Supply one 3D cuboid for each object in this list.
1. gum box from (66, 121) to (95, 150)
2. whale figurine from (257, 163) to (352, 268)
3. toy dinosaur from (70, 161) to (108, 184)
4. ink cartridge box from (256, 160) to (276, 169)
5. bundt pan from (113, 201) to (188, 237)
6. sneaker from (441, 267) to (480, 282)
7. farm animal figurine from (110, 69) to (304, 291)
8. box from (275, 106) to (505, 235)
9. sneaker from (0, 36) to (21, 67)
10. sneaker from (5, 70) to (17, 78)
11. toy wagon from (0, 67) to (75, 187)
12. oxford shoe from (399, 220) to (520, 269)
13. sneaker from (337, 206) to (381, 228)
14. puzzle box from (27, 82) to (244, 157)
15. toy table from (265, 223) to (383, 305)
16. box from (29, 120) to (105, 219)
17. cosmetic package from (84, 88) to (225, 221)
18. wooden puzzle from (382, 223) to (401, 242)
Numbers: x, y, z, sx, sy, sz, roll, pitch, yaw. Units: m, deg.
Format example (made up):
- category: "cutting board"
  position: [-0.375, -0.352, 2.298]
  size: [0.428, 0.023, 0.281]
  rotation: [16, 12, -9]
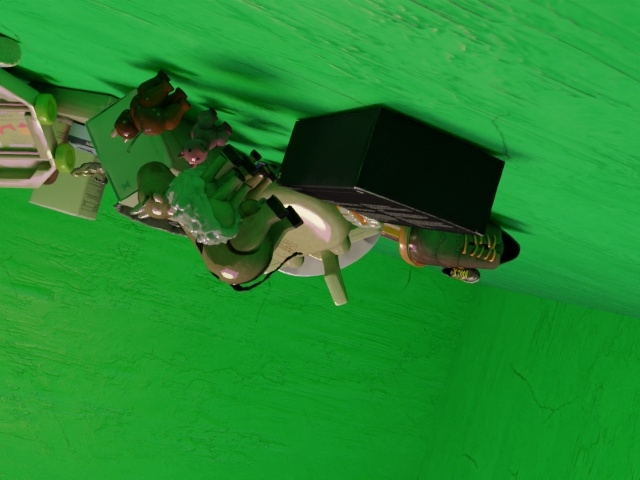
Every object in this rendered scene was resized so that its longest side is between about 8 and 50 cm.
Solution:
- category: "gum box"
  position: [-0.426, -0.188, 1.560]
  size: [0.157, 0.041, 0.184]
  rotation: [18, 178, -12]
- category: "whale figurine"
  position: [-0.035, -0.050, 1.417]
  size: [0.216, 0.141, 0.272]
  rotation: [26, 147, -4]
- category: "toy dinosaur"
  position: [-0.397, -0.123, 1.616]
  size: [0.268, 0.064, 0.118]
  rotation: [19, -176, -9]
- category: "ink cartridge box"
  position: [-0.050, -0.118, 1.760]
  size: [0.224, 0.045, 0.223]
  rotation: [17, 177, -8]
- category: "bundt pan"
  position: [-0.344, -0.095, 1.928]
  size: [0.331, 0.124, 0.331]
  rotation: [12, 170, 2]
- category: "sneaker"
  position: [0.278, 0.067, 1.520]
  size: [0.083, 0.031, 0.035]
  rotation: [6, -178, 42]
- category: "farm animal figurine"
  position: [-0.161, -0.056, 1.069]
  size: [0.327, 0.172, 0.330]
  rotation: [51, -173, 33]
- category: "box"
  position: [0.078, -0.086, 0.982]
  size: [0.184, 0.103, 0.261]
  rotation: [16, 179, -24]
- category: "sneaker"
  position: [-0.512, -0.281, 1.077]
  size: [0.084, 0.058, 0.152]
  rotation: [4, 177, 37]
- category: "sneaker"
  position: [-0.700, -0.303, 1.511]
  size: [0.341, 0.125, 0.139]
  rotation: [4, -150, 27]
- category: "toy wagon"
  position: [-0.607, -0.229, 1.383]
  size: [0.267, 0.068, 0.344]
  rotation: [2, 138, 4]
- category: "oxford shoe"
  position: [0.260, -0.008, 1.398]
  size: [0.132, 0.130, 0.363]
  rotation: [10, -175, 33]
- category: "sneaker"
  position: [0.041, -0.103, 1.198]
  size: [0.084, 0.083, 0.215]
  rotation: [9, 156, 36]
- category: "puzzle box"
  position: [-0.364, -0.218, 1.575]
  size: [0.272, 0.052, 0.409]
  rotation: [14, 177, 36]
- category: "toy table"
  position: [0.000, 0.000, 1.592]
  size: [0.252, 0.274, 0.161]
  rotation: [56, -168, -8]
- category: "box"
  position: [-0.602, -0.180, 1.881]
  size: [0.127, 0.232, 0.148]
  rotation: [16, 177, 2]
- category: "cosmetic package"
  position: [-0.253, -0.127, 1.331]
  size: [0.113, 0.160, 0.309]
  rotation: [-30, 165, 11]
- category: "wooden puzzle"
  position: [0.162, -0.039, 2.112]
  size: [0.238, 0.044, 0.221]
  rotation: [16, 177, 2]
